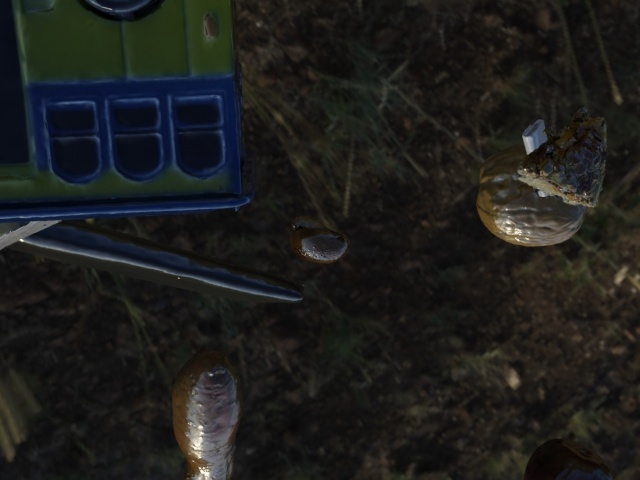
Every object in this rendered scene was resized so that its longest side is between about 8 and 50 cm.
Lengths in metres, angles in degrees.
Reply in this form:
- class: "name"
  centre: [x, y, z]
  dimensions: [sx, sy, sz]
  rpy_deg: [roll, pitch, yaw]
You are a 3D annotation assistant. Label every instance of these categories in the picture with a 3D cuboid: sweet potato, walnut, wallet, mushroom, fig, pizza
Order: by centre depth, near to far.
- class: "sweet potato"
  centre: [-0.084, 0.154, 0.784]
  dimensions: [0.050, 0.050, 0.214]
  rpy_deg: [-12, 132, -25]
- class: "fig"
  centre: [0.223, 0.252, 1.054]
  dimensions: [0.089, 0.089, 0.125]
  rpy_deg: [13, 107, -41]
- class: "wallet"
  centre: [-0.213, 0.025, 1.359]
  dimensions: [0.378, 0.197, 0.051]
  rpy_deg: [16, 83, -22]
- class: "pizza"
  centre: [0.363, -0.112, 1.632]
  dimensions: [0.194, 0.069, 0.154]
  rpy_deg: [-13, 115, -44]
- class: "wallet"
  centre: [0.374, -0.140, 1.880]
  dimensions: [0.061, 0.025, 0.122]
  rpy_deg: [-45, 125, -38]
- class: "walnut"
  centre: [0.397, -0.084, 2.045]
  dimensions: [0.213, 0.213, 0.213]
  rpy_deg: [-18, 136, -19]
- class: "mushroom"
  centre: [0.000, 0.000, 2.109]
  dimensions: [0.127, 0.127, 0.087]
  rpy_deg: [8, 89, -38]

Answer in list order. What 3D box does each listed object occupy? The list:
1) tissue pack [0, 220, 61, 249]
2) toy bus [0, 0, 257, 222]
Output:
- class: "tissue pack"
  centre: [-0.293, -0.060, 0.922]
  dimensions: [0.109, 0.148, 0.060]
  rpy_deg: [-26, 173, 5]
- class: "toy bus"
  centre: [-0.185, -0.099, 0.653]
  dimensions: [0.288, 0.138, 0.175]
  rpy_deg: [-3, 108, -2]
